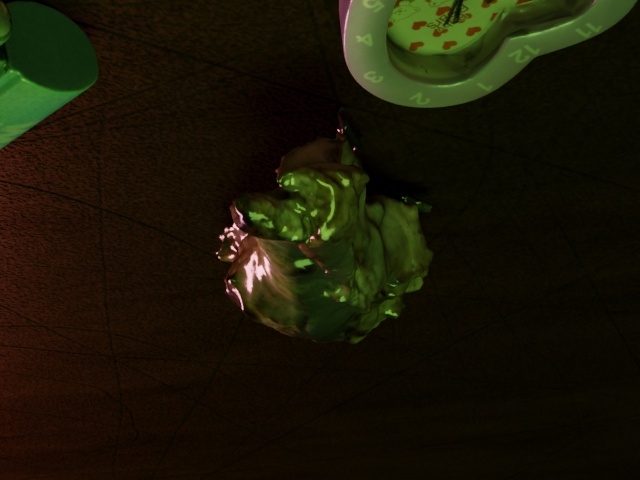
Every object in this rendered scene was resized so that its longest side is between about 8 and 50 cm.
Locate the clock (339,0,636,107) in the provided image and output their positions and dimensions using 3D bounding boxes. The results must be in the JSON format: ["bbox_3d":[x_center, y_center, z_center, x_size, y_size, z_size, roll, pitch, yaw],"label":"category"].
[{"bbox_3d":[0.089,-0.165,0.683,0.198,0.064,0.172,-28,145,36],"label":"clock"}]

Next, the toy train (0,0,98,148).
[{"bbox_3d":[-0.267,-0.091,0.744,0.248,0.101,0.159,-24,163,33],"label":"toy train"}]

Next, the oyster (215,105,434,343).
[{"bbox_3d":[0.008,0.001,0.920,0.198,0.133,0.337,-13,157,-3],"label":"oyster"}]
